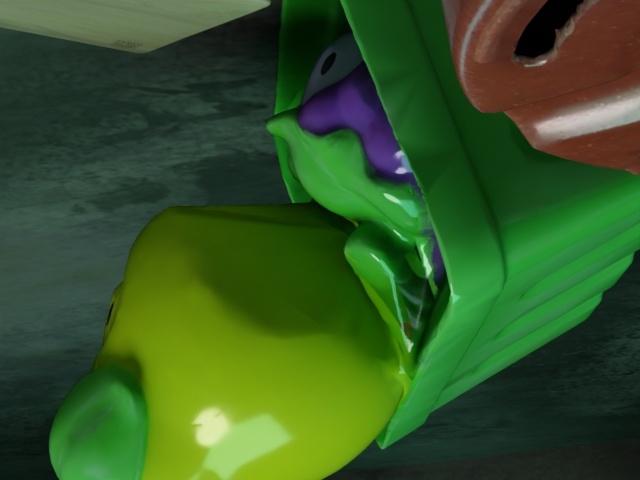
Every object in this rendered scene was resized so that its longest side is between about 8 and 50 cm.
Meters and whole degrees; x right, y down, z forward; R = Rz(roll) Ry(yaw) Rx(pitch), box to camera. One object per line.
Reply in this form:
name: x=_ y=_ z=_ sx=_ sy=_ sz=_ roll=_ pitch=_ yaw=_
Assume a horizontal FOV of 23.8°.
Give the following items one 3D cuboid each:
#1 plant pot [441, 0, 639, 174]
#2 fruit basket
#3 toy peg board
plant pot: x=0.126 y=-0.174 z=0.429 sx=0.272 sy=0.265 sz=0.272 roll=-3 pitch=161 yaw=-1
fruit basket: x=0.000 y=0.000 z=0.881 sx=0.392 sy=0.283 sz=0.392 roll=-17 pitch=163 yaw=-6
toy peg board: x=-0.127 y=-0.157 z=0.761 sx=0.161 sy=0.079 sz=0.160 roll=8 pitch=174 yaw=-29
